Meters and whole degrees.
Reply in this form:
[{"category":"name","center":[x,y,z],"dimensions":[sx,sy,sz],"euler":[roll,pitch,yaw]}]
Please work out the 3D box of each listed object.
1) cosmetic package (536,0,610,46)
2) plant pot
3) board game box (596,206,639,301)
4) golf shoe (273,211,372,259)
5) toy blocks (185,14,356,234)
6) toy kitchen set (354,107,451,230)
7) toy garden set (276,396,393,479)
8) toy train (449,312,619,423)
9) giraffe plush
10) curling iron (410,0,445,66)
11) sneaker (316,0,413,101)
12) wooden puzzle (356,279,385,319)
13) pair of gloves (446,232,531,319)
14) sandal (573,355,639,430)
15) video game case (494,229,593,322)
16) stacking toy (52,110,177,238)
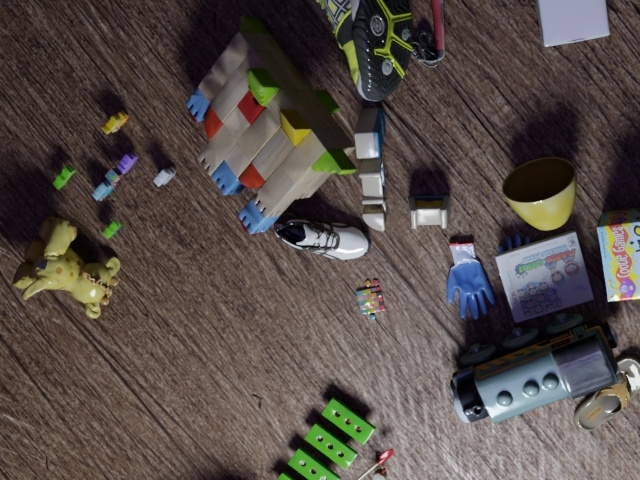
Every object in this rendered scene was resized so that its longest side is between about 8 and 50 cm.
[{"category":"cosmetic package","center":[0.435,-0.466,1.523],"dimensions":[0.117,0.085,0.231],"euler":[-7,102,12]},{"category":"plant pot","center":[0.413,-0.076,1.591],"dimensions":[0.134,0.134,0.095],"euler":[-19,124,14]},{"category":"board game box","center":[0.643,0.011,1.521],"dimensions":[0.275,0.142,0.144],"euler":[-8,100,24]},{"category":"golf shoe","center":[0.000,0.000,1.692],"dimensions":[0.198,0.094,0.077],"euler":[11,102,7]},{"category":"toy blocks","center":[-0.119,-0.195,1.628],"dimensions":[0.261,0.190,0.381],"euler":[-45,71,32]},{"category":"toy kitchen set","center":[0.161,-0.138,1.641],"dimensions":[0.166,0.122,0.207],"euler":[-1,121,11]},{"category":"toy garden set","center":[0.048,0.476,1.797],"dimensions":[0.203,0.049,0.244],"euler":[35,104,9]},{"category":"toy train","center":[0.397,0.243,1.614],"dimensions":[0.333,0.190,0.142],"euler":[-22,96,14]},{"category":"giraffe plush","center":[-0.509,0.065,1.778],"dimensions":[0.170,0.210,0.181],"euler":[30,94,-30]},{"category":"curling iron","center":[0.200,-0.459,1.592],"dimensions":[0.068,0.035,0.274],"euler":[2,102,10]},{"category":"sneaker","center":[0.062,-0.446,1.585],"dimensions":[0.147,0.145,0.385],"euler":[-3,101,45]},{"category":"wooden puzzle","center":[0.101,0.121,1.740],"dimensions":[0.049,0.006,0.083],"euler":[-13,98,13]},{"category":"pair of gloves","center":[0.340,0.070,1.678],"dimensions":[0.198,0.023,0.159],"euler":[-7,100,13]},{"category":"sandal","center":[0.561,0.304,1.668],"dimensions":[0.072,0.049,0.180],"euler":[38,105,2]},{"category":"video game case","center":[0.427,0.070,1.645],"dimensions":[0.157,0.019,0.143],"euler":[-18,104,6]},{"category":"stacking toy","center":[-0.421,-0.131,1.770],"dimensions":[0.221,0.052,0.167],"euler":[-43,89,17]}]
